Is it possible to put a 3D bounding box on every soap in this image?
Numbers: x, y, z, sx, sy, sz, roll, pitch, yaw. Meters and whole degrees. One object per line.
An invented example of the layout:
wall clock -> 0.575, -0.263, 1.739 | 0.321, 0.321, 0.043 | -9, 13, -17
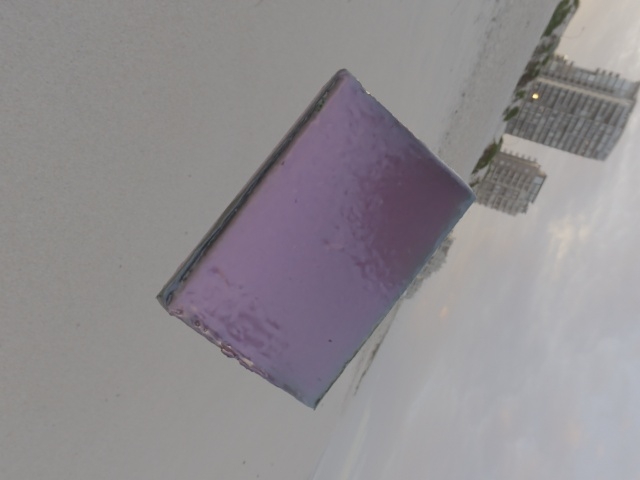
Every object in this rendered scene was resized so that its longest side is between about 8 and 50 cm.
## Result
soap -> -0.001, 0.000, 0.406 | 0.259, 0.181, 0.081 | -53, -166, -2
